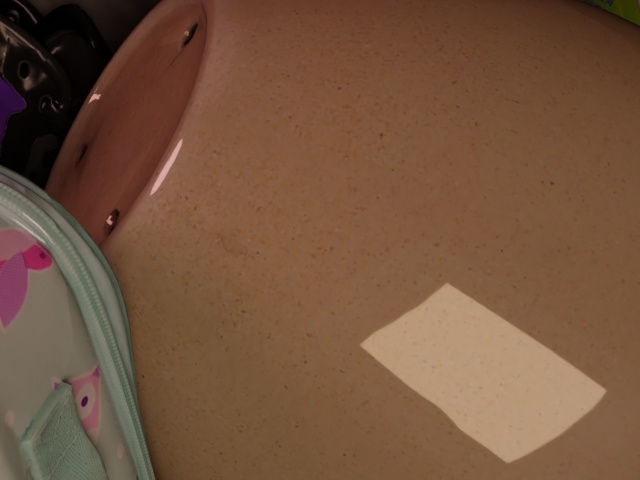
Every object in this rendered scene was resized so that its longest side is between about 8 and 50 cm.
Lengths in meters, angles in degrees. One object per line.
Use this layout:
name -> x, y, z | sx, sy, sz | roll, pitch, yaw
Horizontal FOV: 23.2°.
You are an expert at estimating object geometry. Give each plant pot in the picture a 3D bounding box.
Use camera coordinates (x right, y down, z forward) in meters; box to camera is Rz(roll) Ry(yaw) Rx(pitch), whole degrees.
plant pot -> 0.000, 0.000, 0.620 | 0.191, 0.284, 0.284 | 29, 101, -26

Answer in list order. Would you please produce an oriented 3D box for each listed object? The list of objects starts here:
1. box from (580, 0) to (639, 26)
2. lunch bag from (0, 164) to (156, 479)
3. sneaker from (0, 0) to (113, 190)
box -> 0.208, -0.015, 0.675 | 0.177, 0.290, 0.279 | 28, 102, -25
lunch bag -> -0.161, 0.090, 0.565 | 0.224, 0.108, 0.279 | 8, 133, 18
sneaker -> -0.150, -0.034, 0.666 | 0.146, 0.102, 0.293 | -15, 115, -11
